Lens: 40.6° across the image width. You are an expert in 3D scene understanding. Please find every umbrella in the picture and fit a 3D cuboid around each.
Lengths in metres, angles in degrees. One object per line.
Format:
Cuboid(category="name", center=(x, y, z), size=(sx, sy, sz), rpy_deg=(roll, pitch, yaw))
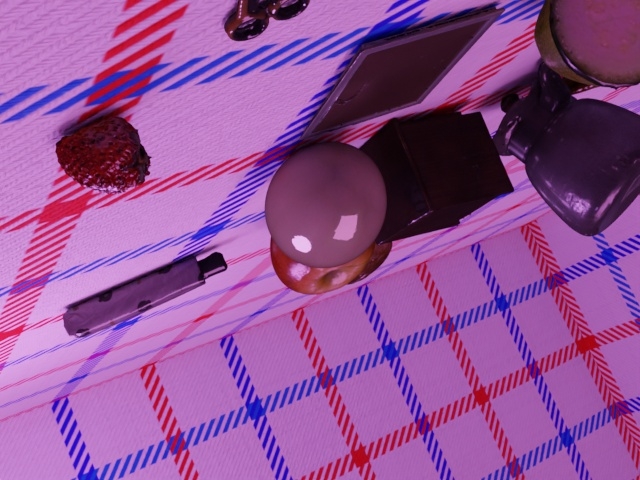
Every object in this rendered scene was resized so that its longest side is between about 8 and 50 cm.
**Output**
Cuboid(category="umbrella", center=(-0.345, 0.105, 1.716), size=(0.338, 0.067, 0.073), rpy_deg=(-23, -176, -5))

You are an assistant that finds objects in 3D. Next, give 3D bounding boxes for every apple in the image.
Cuboid(category="apple", center=(0.000, 0.000, 1.689), size=(0.210, 0.173, 0.235), rpy_deg=(-10, 156, -37))

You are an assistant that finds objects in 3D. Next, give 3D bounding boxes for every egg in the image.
Cuboid(category="egg", center=(0.009, -0.055, 1.335), size=(0.186, 0.185, 0.241), rpy_deg=(-20, 168, -22))

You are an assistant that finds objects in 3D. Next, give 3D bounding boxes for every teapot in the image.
Cuboid(category="teapot", center=(0.418, -0.177, 1.483), size=(0.223, 0.285, 0.305), rpy_deg=(-51, 157, 5))

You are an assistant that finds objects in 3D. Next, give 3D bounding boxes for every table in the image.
Cuboid(category="table", center=(0.184, -0.114, 1.486), size=(0.193, 0.172, 0.169), rpy_deg=(-13, 167, -32))

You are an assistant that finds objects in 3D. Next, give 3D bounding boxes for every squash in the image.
Cuboid(category="squash", center=(0.348, -0.273, 1.092), size=(0.170, 0.170, 0.123), rpy_deg=(-23, -171, -8))

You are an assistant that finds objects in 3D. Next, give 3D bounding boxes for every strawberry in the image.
Cuboid(category="strawberry", center=(-0.230, -0.090, 0.913), size=(0.097, 0.083, 0.083), rpy_deg=(8, 174, 8))

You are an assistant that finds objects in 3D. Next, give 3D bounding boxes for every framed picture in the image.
Cuboid(category="framed picture", center=(0.098, -0.220, 1.162), size=(0.217, 0.016, 0.273), rpy_deg=(-21, 170, -23))

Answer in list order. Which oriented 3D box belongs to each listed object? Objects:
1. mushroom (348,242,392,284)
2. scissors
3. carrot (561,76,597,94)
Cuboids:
Cuboid(category="mushroom", center=(0.043, 0.036, 2.048), size=(0.278, 0.146, 0.278), rpy_deg=(-17, 166, -4))
Cuboid(category="scissors", center=(-0.061, -0.227, 0.738), size=(0.088, 0.017, 0.220), rpy_deg=(-24, 170, 4))
Cuboid(category="carrot", center=(0.539, -0.321, 1.565), size=(0.298, 0.078, 0.078), rpy_deg=(-22, 172, 23))
